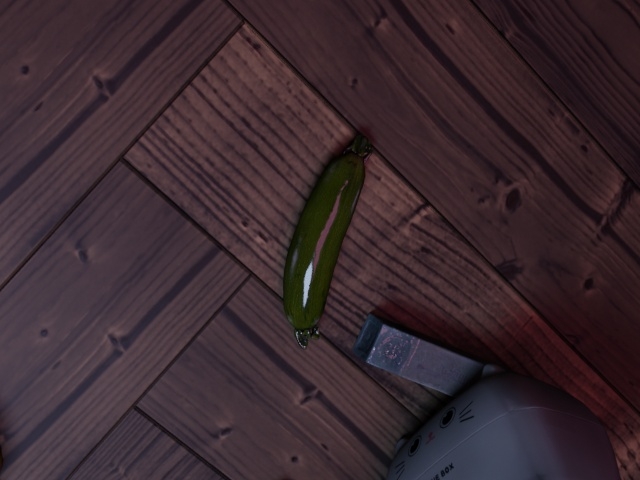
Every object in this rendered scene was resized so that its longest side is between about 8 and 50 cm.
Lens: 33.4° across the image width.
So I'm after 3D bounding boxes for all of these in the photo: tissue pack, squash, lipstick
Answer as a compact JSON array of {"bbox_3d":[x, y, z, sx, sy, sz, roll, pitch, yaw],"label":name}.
[{"bbox_3d":[0.249,0.343,1.532,0.229,0.236,0.333,20,128,-31],"label":"tissue pack"},{"bbox_3d":[-0.001,-0.001,1.500,0.071,0.080,0.318,19,96,18],"label":"squash"},{"bbox_3d":[0.205,0.199,1.607,0.317,0.068,0.066,23,93,-20],"label":"lipstick"}]

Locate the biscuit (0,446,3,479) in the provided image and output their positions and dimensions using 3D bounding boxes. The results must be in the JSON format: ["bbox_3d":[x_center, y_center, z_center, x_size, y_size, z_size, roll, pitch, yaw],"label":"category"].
[{"bbox_3d":[-0.573,0.308,1.367,0.325,0.107,0.326,-2,96,-18],"label":"biscuit"}]
